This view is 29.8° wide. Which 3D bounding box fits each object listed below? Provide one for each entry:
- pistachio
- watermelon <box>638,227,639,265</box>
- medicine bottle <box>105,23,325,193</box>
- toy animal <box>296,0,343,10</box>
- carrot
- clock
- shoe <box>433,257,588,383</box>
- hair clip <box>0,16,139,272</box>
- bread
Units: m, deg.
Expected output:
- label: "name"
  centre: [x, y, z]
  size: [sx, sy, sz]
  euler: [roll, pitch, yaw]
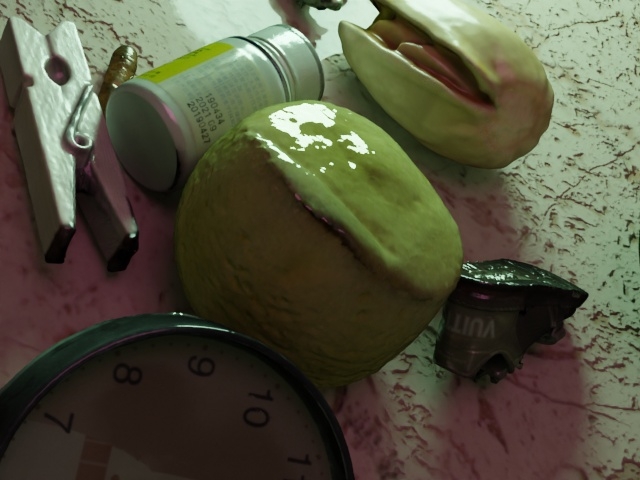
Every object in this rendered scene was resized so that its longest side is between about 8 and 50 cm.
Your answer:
- label: "pistachio"
  centre: [0.170, -0.231, 1.640]
  size: [0.318, 0.214, 0.193]
  euler: [40, 93, 11]
- label: "watermelon"
  centre: [0.604, 0.021, 1.596]
  size: [0.363, 0.363, 0.363]
  euler: [13, 55, -19]
- label: "medicine bottle"
  centre: [-0.123, -0.167, 1.469]
  size: [0.258, 0.143, 0.143]
  euler: [-30, 77, -38]
- label: "toy animal"
  centre: [-0.005, -0.422, 1.726]
  size: [0.121, 0.094, 0.225]
  euler: [-6, 72, -19]
- label: "carrot"
  centre: [-0.257, -0.177, 1.478]
  size: [0.036, 0.035, 0.165]
  euler: [22, 55, -13]
- label: "clock"
  centre: [-0.144, 0.259, 1.115]
  size: [0.386, 0.076, 0.386]
  euler: [0, 90, -26]
- label: "shoe"
  centre: [0.230, 0.108, 1.505]
  size: [0.109, 0.149, 0.293]
  euler: [24, 11, 35]
- label: "hair clip"
  centre: [-0.299, -0.116, 1.385]
  size: [0.101, 0.085, 0.330]
  euler: [-3, 55, -31]
- label: "bread"
  centre: [-0.008, 0.005, 1.355]
  size: [0.320, 0.237, 0.320]
  euler: [28, 44, -32]
